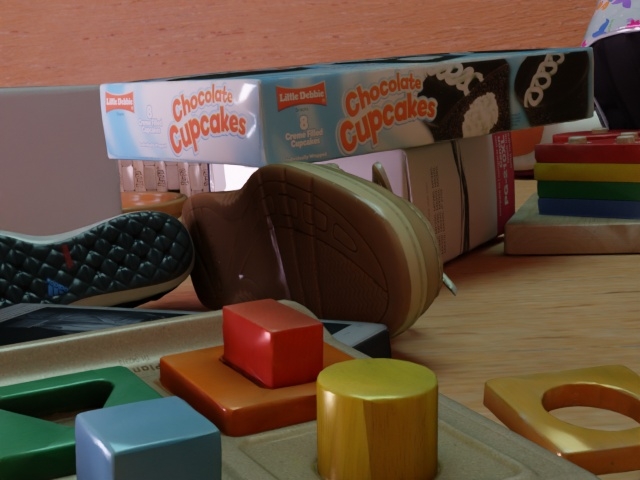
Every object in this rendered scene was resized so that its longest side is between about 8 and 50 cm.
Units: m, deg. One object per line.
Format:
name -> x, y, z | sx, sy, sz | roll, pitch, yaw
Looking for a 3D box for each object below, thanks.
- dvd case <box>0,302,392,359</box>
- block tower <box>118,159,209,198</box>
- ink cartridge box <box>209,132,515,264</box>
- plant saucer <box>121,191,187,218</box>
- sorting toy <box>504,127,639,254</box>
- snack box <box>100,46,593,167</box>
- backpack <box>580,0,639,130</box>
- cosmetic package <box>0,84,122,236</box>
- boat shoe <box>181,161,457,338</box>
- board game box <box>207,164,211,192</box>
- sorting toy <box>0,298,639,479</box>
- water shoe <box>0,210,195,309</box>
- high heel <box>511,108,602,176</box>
dvd case -> -0.111, 0.065, 0.545 | 0.238, 0.030, 0.179 | 0, 9, 28
block tower -> -0.159, -0.081, 1.402 | 0.335, 0.097, 0.091 | 0, 7, 30
ink cartridge box -> 0.042, -0.038, 0.959 | 0.171, 0.100, 0.237 | 0, 10, 27
plant saucer -> -0.239, -0.024, 1.223 | 0.199, 0.037, 0.200 | -3, 9, 0
sorting toy -> 0.299, -0.053, 1.002 | 0.255, 0.090, 0.257 | -1, 8, 16
snack box -> 0.027, -0.101, 0.846 | 0.321, 0.060, 0.187 | -12, 12, -39
backpack -> 0.377, -0.175, 1.136 | 0.225, 0.191, 0.253 | 5, -23, 38
cosmetic package -> -0.408, -0.035, 0.924 | 0.230, 0.162, 0.453 | 4, 10, 44
boat shoe -> 0.000, 0.000, 0.690 | 0.089, 0.105, 0.285 | -10, 9, -25
board game box -> -0.023, -0.091, 1.258 | 0.201, 0.136, 0.035 | -1, 8, 10
sorting toy -> -0.031, 0.057, 0.365 | 0.347, 0.047, 0.196 | -8, 20, -30
water shoe -> -0.180, 0.034, 0.739 | 0.203, 0.073, 0.080 | -8, -19, -20
high heel -> 0.387, -0.123, 1.586 | 0.377, 0.127, 0.181 | -2, -22, 42
